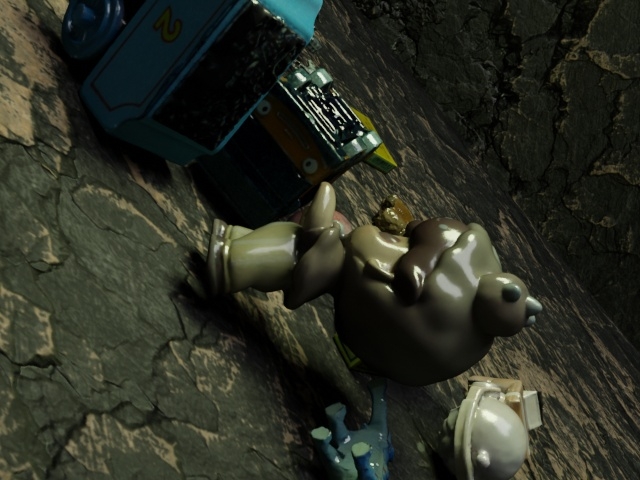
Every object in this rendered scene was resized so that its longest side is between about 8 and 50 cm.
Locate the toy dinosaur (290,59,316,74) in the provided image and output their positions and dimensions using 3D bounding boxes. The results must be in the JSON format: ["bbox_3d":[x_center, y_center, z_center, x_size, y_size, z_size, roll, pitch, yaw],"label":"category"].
[{"bbox_3d":[-0.033,-0.369,2.059,0.209,0.039,0.082,24,34,-52],"label":"toy dinosaur"}]

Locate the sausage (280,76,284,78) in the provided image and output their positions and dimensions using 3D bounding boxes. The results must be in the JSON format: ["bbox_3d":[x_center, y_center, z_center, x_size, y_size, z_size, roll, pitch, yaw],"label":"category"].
[{"bbox_3d":[-0.066,-0.260,1.730,0.194,0.077,0.077,22,34,-55],"label":"sausage"}]

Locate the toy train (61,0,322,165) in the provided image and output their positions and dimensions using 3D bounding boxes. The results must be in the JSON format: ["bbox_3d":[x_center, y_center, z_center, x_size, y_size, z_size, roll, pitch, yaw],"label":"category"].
[{"bbox_3d":[-0.163,-0.270,1.168,0.188,0.300,0.265,23,22,-53],"label":"toy train"}]

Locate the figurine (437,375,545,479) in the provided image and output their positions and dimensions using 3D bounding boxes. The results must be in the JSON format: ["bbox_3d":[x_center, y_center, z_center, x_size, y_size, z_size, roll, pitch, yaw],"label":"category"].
[{"bbox_3d":[0.231,0.275,1.332,0.237,0.141,0.162,-30,115,-63],"label":"figurine"}]

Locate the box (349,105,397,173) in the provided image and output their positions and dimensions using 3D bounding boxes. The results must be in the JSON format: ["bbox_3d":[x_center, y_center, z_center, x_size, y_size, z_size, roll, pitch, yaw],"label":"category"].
[{"bbox_3d":[0.060,-0.247,2.048,0.279,0.041,0.153,22,35,-56],"label":"box"}]

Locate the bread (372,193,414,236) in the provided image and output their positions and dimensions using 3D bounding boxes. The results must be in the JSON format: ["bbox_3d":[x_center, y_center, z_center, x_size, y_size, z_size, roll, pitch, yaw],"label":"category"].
[{"bbox_3d":[0.142,-0.036,1.806,0.082,0.060,0.113,48,21,-7],"label":"bread"}]

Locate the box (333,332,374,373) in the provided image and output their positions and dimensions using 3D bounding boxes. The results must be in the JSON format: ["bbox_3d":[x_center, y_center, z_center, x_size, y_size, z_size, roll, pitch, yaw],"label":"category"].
[{"bbox_3d":[0.135,0.136,1.342,0.220,0.141,0.064,25,32,-54],"label":"box"}]

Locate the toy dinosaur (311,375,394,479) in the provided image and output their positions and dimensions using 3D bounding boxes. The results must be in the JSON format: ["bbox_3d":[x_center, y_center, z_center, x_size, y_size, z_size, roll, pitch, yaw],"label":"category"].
[{"bbox_3d":[0.039,0.242,1.020,0.329,0.076,0.144,-49,130,-73],"label":"toy dinosaur"}]

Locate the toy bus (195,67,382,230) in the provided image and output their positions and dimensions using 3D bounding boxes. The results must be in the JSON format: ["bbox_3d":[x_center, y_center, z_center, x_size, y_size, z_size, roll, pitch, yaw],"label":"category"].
[{"bbox_3d":[-0.040,-0.137,1.372,0.162,0.194,0.323,51,15,0],"label":"toy bus"}]

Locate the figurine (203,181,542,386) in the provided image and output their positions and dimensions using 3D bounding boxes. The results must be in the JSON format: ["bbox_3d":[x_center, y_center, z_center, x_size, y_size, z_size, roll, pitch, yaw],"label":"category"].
[{"bbox_3d":[0.051,0.054,1.092,0.380,0.203,0.248,14,-13,-6],"label":"figurine"}]

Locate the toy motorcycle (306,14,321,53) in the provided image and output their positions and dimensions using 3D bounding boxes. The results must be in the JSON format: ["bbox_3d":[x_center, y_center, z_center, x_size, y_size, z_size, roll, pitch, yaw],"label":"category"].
[{"bbox_3d":[-0.094,-0.522,2.054,0.188,0.143,0.327,55,12,14],"label":"toy motorcycle"}]

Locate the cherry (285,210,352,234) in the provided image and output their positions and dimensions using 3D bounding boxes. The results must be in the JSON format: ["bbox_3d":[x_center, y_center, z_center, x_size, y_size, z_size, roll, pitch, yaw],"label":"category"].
[{"bbox_3d":[0.004,0.001,1.378,0.106,0.087,0.126,54,16,23],"label":"cherry"}]
